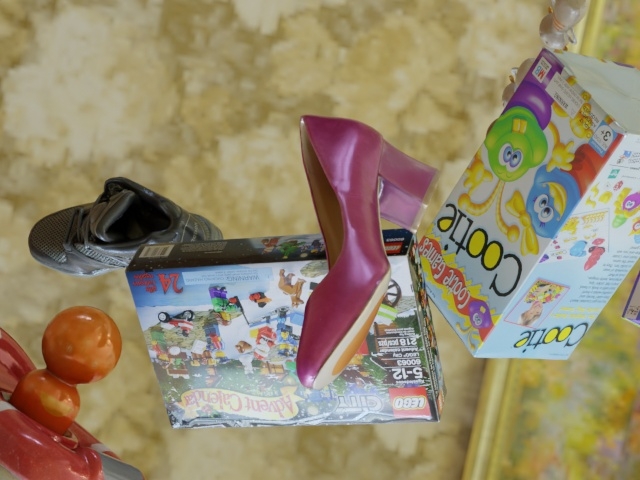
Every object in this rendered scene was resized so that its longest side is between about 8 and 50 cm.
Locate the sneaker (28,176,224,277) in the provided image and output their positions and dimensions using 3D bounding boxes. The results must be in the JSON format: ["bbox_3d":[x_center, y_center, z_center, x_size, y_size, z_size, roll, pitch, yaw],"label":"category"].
[{"bbox_3d":[-0.222,-0.016,1.577,0.130,0.227,0.087,41,60,-53],"label":"sneaker"}]

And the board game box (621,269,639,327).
[{"bbox_3d":[0.582,0.138,1.929,0.233,0.347,0.078,5,-110,66],"label":"board game box"}]

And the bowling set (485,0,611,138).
[{"bbox_3d":[0.281,-0.156,1.937,0.154,0.200,0.287,109,-39,-75],"label":"bowling set"}]

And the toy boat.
[{"bbox_3d":[-0.204,0.116,1.162,0.151,0.231,0.151,-57,142,-2],"label":"toy boat"}]

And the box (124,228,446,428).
[{"bbox_3d":[-0.026,0.074,1.254,0.044,0.233,0.159,-67,148,-57],"label":"box"}]

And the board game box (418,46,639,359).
[{"bbox_3d":[0.230,-0.031,1.530,0.142,0.144,0.275,54,-55,38],"label":"board game box"}]

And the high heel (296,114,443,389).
[{"bbox_3d":[0.000,0.000,1.104,0.082,0.117,0.244,110,6,-50],"label":"high heel"}]
